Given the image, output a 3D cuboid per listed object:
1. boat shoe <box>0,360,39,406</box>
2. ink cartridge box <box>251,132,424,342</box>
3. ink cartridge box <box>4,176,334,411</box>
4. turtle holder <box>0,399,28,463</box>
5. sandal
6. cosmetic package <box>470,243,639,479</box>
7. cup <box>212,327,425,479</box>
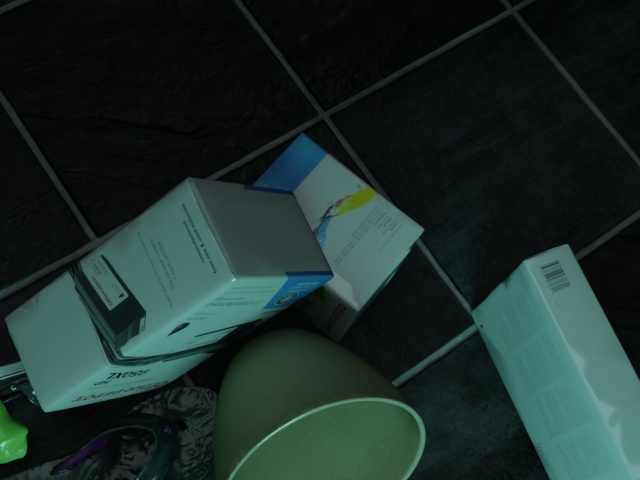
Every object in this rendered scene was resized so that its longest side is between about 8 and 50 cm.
[{"bbox_3d":[-0.469,0.232,1.549,0.228,0.080,0.076,-13,78,-14],"label":"boat shoe"},{"bbox_3d":[0.000,0.000,1.660,0.270,0.198,0.197,38,66,6],"label":"ink cartridge box"},{"bbox_3d":[-0.223,0.085,1.442,0.395,0.285,0.166,-34,74,24],"label":"ink cartridge box"},{"bbox_3d":[-0.628,0.325,1.421,0.320,0.243,0.228,-19,87,-53],"label":"turtle holder"},{"bbox_3d":[-0.336,0.370,1.500,0.445,0.107,0.168,-27,76,-19],"label":"sandal"},{"bbox_3d":[0.406,0.231,1.596,0.097,0.284,0.377,-18,73,-18],"label":"cosmetic package"},{"bbox_3d":[-0.035,0.277,1.508,0.331,0.331,0.237,-16,45,-16],"label":"cup"}]
